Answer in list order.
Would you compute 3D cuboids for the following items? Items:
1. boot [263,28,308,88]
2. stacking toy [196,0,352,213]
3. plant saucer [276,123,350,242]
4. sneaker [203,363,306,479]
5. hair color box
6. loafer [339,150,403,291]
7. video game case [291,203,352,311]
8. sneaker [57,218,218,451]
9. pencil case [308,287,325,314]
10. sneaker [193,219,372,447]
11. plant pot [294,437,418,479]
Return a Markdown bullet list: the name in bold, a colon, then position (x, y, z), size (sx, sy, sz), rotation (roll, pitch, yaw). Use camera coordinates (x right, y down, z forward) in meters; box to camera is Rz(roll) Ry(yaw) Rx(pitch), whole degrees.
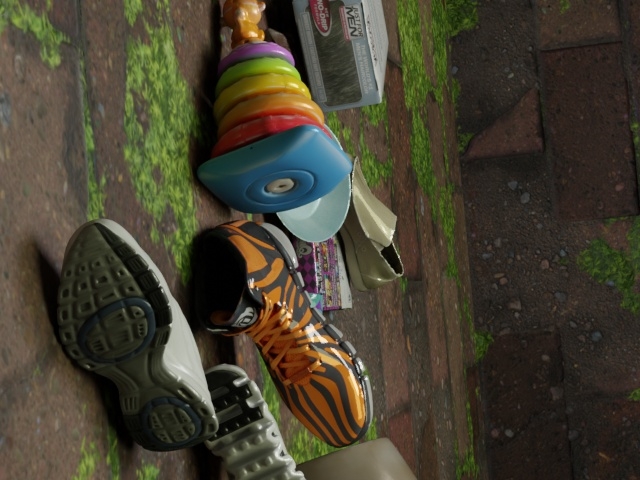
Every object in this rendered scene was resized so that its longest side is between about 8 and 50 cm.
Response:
- **boot**: position (-0.055, -0.273, 1.958), size (0.114, 0.037, 0.106), rotation (-31, 104, -76)
- **stacking toy**: position (-0.083, -0.199, 1.678), size (0.166, 0.175, 0.302), rotation (41, 32, -61)
- **plant saucer**: position (-0.029, -0.092, 1.911), size (0.195, 0.037, 0.195), rotation (9, 78, -49)
- **sneaker**: position (-0.071, 0.280, 1.532), size (0.118, 0.110, 0.292), rotation (-87, 158, -86)
- **hair color box**: position (0.040, -0.359, 2.115), size (0.374, 0.113, 0.185), rotation (-80, 159, -67)
- **loafer**: position (0.077, -0.035, 2.089), size (0.102, 0.092, 0.268), rotation (-78, 158, -51)
- **video game case**: position (0.000, 0.000, 2.053), size (0.210, 0.041, 0.232), rotation (4, 80, -75)
- **sneaker**: position (-0.187, 0.085, 1.273), size (0.129, 0.111, 0.297), rotation (-102, 178, -47)
- **pencil case**: position (-0.023, 0.149, 1.873), size (0.070, 0.064, 0.152), rotation (13, 71, -47)
- **sneaker**: position (-0.063, 0.123, 1.575), size (0.321, 0.124, 0.180), rotation (58, 21, 11)
- **plant pot**: position (0.044, 0.420, 1.662), size (0.323, 0.323, 0.280), rotation (23, 46, -73)
